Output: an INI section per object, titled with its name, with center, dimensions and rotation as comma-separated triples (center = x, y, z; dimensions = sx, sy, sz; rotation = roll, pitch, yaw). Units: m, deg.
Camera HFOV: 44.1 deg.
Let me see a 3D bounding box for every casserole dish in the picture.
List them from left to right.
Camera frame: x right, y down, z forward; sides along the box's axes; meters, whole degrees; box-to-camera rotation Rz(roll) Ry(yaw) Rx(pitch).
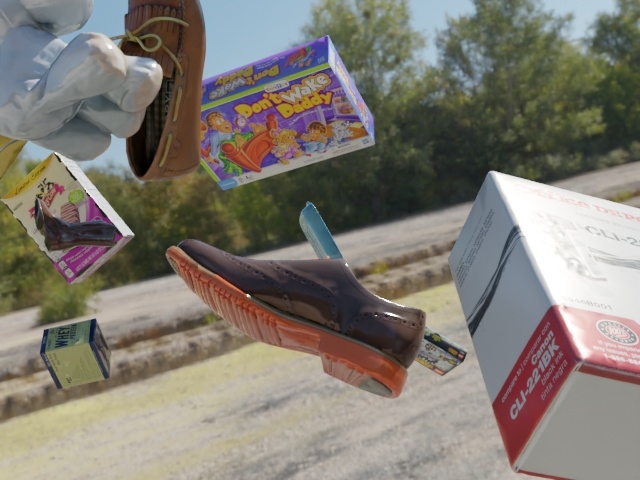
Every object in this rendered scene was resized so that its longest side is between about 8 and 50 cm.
[casserole dish]
center = 0.000, 0.000, 1.814
dimensions = 0.037, 0.188, 0.114
rotation = -26, -12, -11

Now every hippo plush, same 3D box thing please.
[hippo plush]
center = -0.389, -0.252, 1.114
dimensions = 0.294, 0.237, 0.234
rotation = -25, -16, -1

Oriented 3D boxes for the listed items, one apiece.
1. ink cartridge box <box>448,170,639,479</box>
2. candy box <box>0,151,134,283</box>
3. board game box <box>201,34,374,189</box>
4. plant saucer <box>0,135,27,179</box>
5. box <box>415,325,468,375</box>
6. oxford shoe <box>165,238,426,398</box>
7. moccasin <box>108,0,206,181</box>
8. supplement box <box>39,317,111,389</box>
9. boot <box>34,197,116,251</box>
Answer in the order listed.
[ink cartridge box]
center = 0.236, 0.069, 0.664
dimensions = 0.197, 0.114, 0.273
rotation = 13, 30, -11
[candy box]
center = -0.529, -0.048, 1.657
dimensions = 0.159, 0.233, 0.071
rotation = -41, -4, 6
[board game box]
center = -0.096, -0.240, 1.557
dimensions = 0.347, 0.078, 0.233
rotation = -15, -39, 19
[plant saucer]
center = -0.716, -0.214, 1.415
dimensions = 0.333, 0.333, 0.081
rotation = -37, 7, 39
[box]
center = 0.183, 0.187, 1.415
dimensions = 0.027, 0.137, 0.094
rotation = -60, 1, -30
[oxford shoe]
center = -0.025, 0.056, 0.791
dimensions = 0.271, 0.098, 0.097
rotation = 27, -21, 8
[moccasin]
center = -0.277, -0.287, 1.289
dimensions = 0.139, 0.380, 0.147
rotation = 13, 16, 27
[supplement box]
center = -0.379, 0.176, 1.230
dimensions = 0.083, 0.083, 0.056
rotation = -12, 37, -2
[boot]
center = -0.391, -0.028, 1.268
dimensions = 0.114, 0.106, 0.037
rotation = -9, -29, -36
